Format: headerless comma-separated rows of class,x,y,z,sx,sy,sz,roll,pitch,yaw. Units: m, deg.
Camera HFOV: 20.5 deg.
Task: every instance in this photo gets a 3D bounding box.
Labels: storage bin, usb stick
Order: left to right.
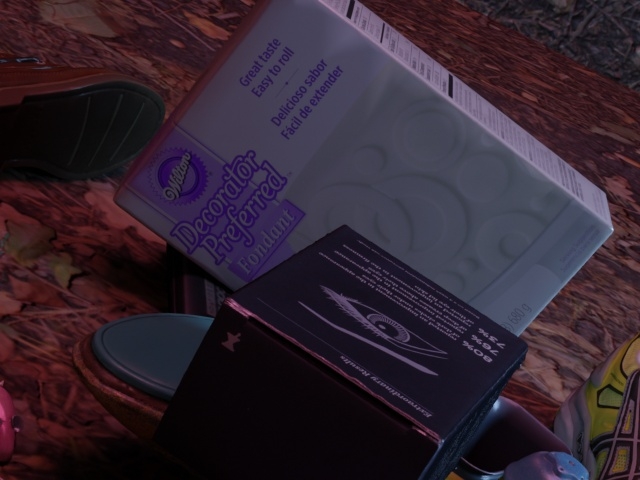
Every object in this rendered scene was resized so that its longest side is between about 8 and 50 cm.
usb stick,-0.090,0.057,1.438,0.077,0.045,0.278,29,18,-18
storage bin,0.113,0.181,1.314,0.098,0.091,0.135,40,25,32

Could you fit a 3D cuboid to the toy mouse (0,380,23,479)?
toy mouse,-0.233,0.117,1.132,0.143,0.031,0.161,36,22,24

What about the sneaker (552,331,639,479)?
sneaker,0.283,0.186,1.428,0.145,0.147,0.384,22,22,-17

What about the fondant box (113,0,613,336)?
fondant box,0.035,-0.034,1.440,0.330,0.238,0.096,37,19,-8

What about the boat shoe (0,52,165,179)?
boat shoe,-0.264,-0.122,1.564,0.104,0.110,0.307,38,23,26

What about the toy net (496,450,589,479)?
toy net,0.165,0.206,1.108,0.122,0.045,0.232,31,22,-1

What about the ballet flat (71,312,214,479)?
ballet flat,-0.042,0.117,1.254,0.348,0.123,0.123,-2,34,-47

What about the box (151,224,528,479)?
box,0.018,0.091,1.088,0.153,0.108,0.207,34,22,12

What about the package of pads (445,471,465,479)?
package of pads,0.038,0.232,1.086,0.229,0.101,0.296,35,21,19
